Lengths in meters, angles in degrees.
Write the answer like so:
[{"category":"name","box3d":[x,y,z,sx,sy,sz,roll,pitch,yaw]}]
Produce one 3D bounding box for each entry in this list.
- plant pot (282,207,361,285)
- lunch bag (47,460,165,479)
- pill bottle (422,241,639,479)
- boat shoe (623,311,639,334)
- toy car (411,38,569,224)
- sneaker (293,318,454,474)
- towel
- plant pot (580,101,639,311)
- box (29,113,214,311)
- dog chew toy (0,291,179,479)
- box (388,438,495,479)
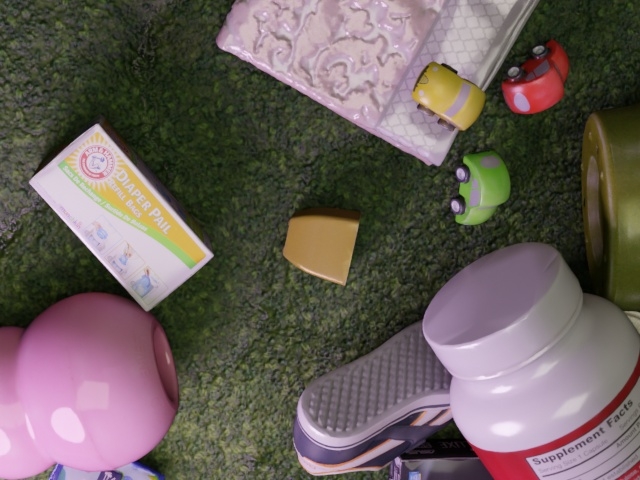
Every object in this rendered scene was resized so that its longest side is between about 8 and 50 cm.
[{"category":"plant pot","box3d":[0.000,0.000,1.485,0.083,0.081,0.081,13,100,2]},{"category":"lunch bag","box3d":[-0.280,0.328,1.510,0.128,0.096,0.151,30,82,-10]},{"category":"pill bottle","box3d":[0.292,0.210,1.399,0.229,0.229,0.408,-35,111,0]},{"category":"boat shoe","box3d":[0.347,0.106,1.525,0.233,0.079,0.084,17,109,7]},{"category":"toy car","box3d":[0.207,-0.115,1.470,0.239,0.053,0.225,-14,122,-33]},{"category":"sneaker","box3d":[0.102,0.190,1.516,0.321,0.126,0.127,-17,146,-26]},{"category":"towel","box3d":[0.090,-0.297,1.447,0.317,0.053,0.332,29,96,-13]},{"category":"plant pot","box3d":[0.492,-0.044,1.426,0.353,0.366,0.367,-4,103,4]},{"category":"box","box3d":[-0.229,-0.035,1.425,0.103,0.114,0.203,-40,103,1]},{"category":"dog chew toy","box3d":[-0.337,0.181,1.421,0.331,0.206,0.207,-14,104,4]},{"category":"box","box3d":[0.208,0.412,1.599,0.242,0.076,0.307,1,101,-8]}]
